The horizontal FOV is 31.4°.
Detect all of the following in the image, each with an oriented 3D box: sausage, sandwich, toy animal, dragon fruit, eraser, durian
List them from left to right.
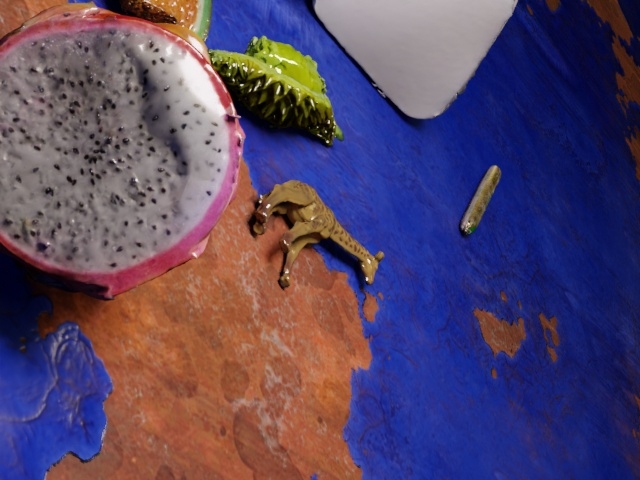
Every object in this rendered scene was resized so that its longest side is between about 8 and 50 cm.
[{"bbox_3d":[-0.211,-0.088,1.128,0.291,0.290,0.189,61,-3,-11],"label":"dragon fruit"},{"bbox_3d":[-0.216,-0.337,1.447,0.159,0.079,0.235,-24,88,-49],"label":"sandwich"},{"bbox_3d":[-0.058,-0.213,1.578,0.375,0.106,0.132,24,46,-54],"label":"durian"},{"bbox_3d":[-0.002,-0.009,1.586,0.275,0.054,0.149,4,70,-57],"label":"toy animal"},{"bbox_3d":[0.188,-0.388,1.870,0.331,0.331,0.150,45,37,-33],"label":"eraser"},{"bbox_3d":[0.299,-0.079,2.111,0.033,0.032,0.269,58,32,-15],"label":"sausage"}]
